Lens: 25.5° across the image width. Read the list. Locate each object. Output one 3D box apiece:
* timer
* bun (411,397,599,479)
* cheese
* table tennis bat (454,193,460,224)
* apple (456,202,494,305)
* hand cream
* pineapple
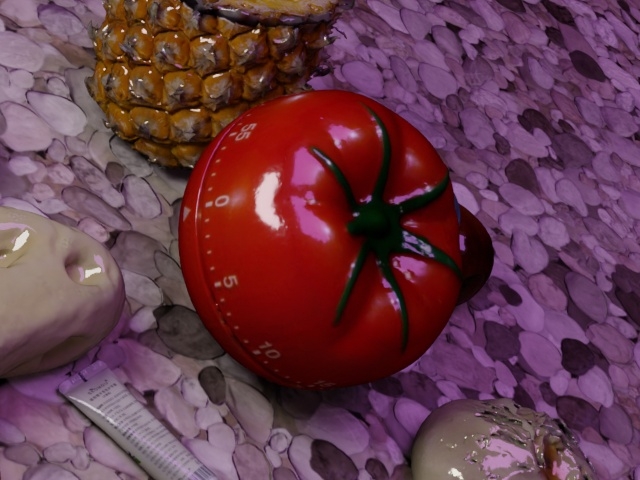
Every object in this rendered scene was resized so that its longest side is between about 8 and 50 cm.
[{"bbox_3d":[0.000,0.000,1.791,0.378,0.279,0.378,9,76,-41],"label":"timer"},{"bbox_3d":[0.256,0.311,1.856,0.287,0.146,0.287,22,41,-20],"label":"bun"},{"bbox_3d":[-0.412,0.012,1.585,0.328,0.129,0.351,49,35,14],"label":"cheese"},{"bbox_3d":[0.085,-0.054,2.064,0.329,0.215,0.044,-106,175,-45],"label":"table tennis bat"},{"bbox_3d":[0.174,0.009,2.099,0.156,0.147,0.158,-18,62,-26],"label":"apple"},{"bbox_3d":[-0.197,0.231,1.625,0.234,0.050,0.080,43,37,11],"label":"hand cream"},{"bbox_3d":[-0.147,-0.265,1.947,0.352,0.300,0.352,14,40,-12],"label":"pineapple"}]
